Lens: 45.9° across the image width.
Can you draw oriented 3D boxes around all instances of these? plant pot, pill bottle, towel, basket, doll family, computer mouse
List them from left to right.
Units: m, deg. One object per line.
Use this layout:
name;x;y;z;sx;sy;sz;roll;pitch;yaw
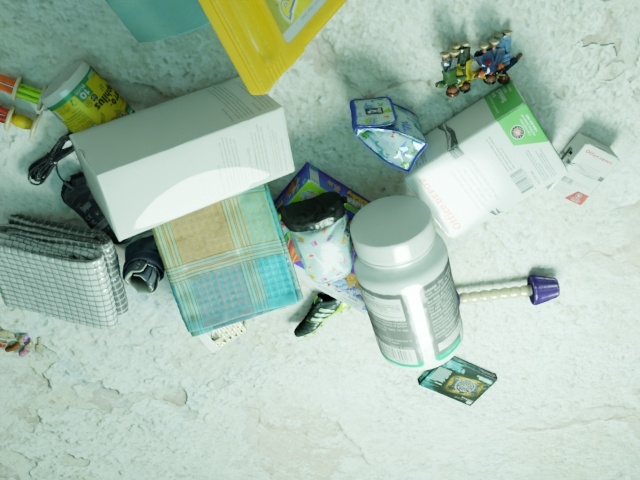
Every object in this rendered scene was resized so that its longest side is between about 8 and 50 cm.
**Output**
towel;-0.584;0.070;1.693;0.283;0.121;0.235;11;135;9
computer mouse;-0.478;-0.120;1.624;0.262;0.060;0.184;41;119;-16
pill bottle;-0.434;-0.242;1.495;0.117;0.118;0.208;-31;123;18
plant pot;-0.249;-0.459;1.321;0.234;0.166;0.165;-23;126;22
basket;-0.243;0.159;1.786;0.103;0.167;0.113;-26;125;10
towel;-0.212;0.010;1.627;0.271;0.040;0.370;-17;109;-3
pill bottle;0.188;0.094;1.643;0.204;0.204;0.361;-14;127;6
doll family;0.316;-0.344;1.504;0.192;0.076;0.111;-13;122;1

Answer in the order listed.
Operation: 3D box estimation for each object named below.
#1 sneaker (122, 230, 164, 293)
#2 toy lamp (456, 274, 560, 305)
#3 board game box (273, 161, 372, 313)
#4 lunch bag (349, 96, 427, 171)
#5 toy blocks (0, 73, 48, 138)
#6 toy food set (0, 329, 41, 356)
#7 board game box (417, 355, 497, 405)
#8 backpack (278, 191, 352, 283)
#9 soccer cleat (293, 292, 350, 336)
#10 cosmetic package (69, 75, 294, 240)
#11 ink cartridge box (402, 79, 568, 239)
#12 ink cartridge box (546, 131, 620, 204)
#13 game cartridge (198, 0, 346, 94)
sneaker;-0.342;0.029;1.681;0.226;0.163;0.086;-26;123;13
toy lamp;0.451;0.134;1.872;0.274;0.080;0.080;-9;127;2
board game box;0.039;0.003;1.742;0.347;0.078;0.233;29;120;-24
lunch bag;0.130;-0.228;1.542;0.151;0.129;0.096;20;122;-16
toy blocks;-0.628;-0.278;1.492;0.148;0.054;0.123;19;124;-17
toy food set;-0.773;0.264;1.913;0.122;0.019;0.078;9;126;-11
board game box;0.379;0.384;2.089;0.186;0.026;0.126;26;121;-21
backpack;0.000;0.000;1.614;0.151;0.115;0.182;-13;126;5
soccer cleat;-0.004;0.175;1.887;0.179;0.060;0.072;-36;112;14
cosmetic package;-0.260;-0.167;1.437;0.365;0.197;0.155;-24;130;-17
ink cartridge box;0.340;-0.166;1.608;0.289;0.122;0.211;-31;123;18
ink cartridge box;0.574;-0.159;1.673;0.099;0.056;0.135;22;123;-20
game cartridge;-0.081;-0.451;1.257;0.052;0.324;0.285;3;137;37
